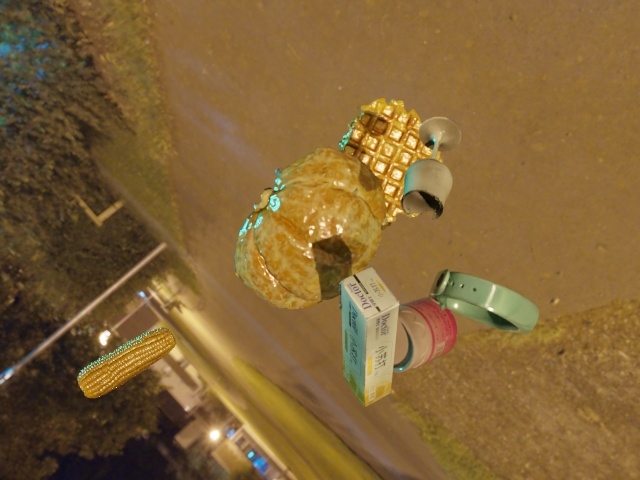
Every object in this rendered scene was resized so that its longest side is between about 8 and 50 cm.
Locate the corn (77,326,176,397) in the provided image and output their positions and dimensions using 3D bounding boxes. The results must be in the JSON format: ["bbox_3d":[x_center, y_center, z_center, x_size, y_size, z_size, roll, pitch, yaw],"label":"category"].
[{"bbox_3d":[-0.432,0.271,1.445,0.080,0.231,0.080,56,171,14],"label":"corn"}]

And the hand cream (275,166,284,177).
[{"bbox_3d":[-0.036,-0.116,1.609,0.257,0.084,0.050,37,120,37],"label":"hand cream"}]

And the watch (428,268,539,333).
[{"bbox_3d":[0.302,0.118,1.233,0.195,0.068,0.237,22,174,-4],"label":"watch"}]

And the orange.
[{"bbox_3d":[0.000,0.000,1.338,0.271,0.368,0.210,33,-173,-37],"label":"orange"}]

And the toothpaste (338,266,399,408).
[{"bbox_3d":[0.082,0.171,1.084,0.089,0.071,0.313,56,161,35],"label":"toothpaste"}]

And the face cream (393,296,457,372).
[{"bbox_3d":[0.251,0.256,1.761,0.175,0.195,0.175,10,104,44],"label":"face cream"}]

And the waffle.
[{"bbox_3d":[0.153,-0.185,1.609,0.307,0.312,0.060,58,-178,-8],"label":"waffle"}]

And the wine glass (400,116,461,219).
[{"bbox_3d":[0.185,-0.120,1.071,0.079,0.195,0.079,12,138,11],"label":"wine glass"}]
